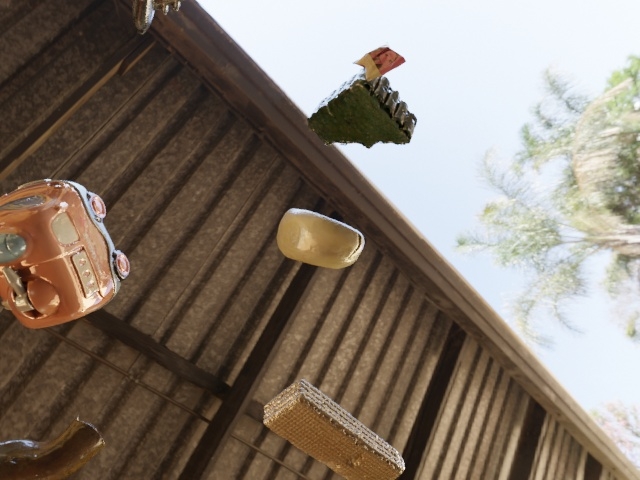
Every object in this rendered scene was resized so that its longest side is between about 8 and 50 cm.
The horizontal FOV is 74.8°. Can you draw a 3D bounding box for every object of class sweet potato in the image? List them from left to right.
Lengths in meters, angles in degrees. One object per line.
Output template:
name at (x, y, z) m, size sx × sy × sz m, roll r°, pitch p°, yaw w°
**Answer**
sweet potato at (-0.502, 0.345, 0.665) m, size 0.285 × 0.085 × 0.112 m, roll 8°, pitch -83°, yaw -27°

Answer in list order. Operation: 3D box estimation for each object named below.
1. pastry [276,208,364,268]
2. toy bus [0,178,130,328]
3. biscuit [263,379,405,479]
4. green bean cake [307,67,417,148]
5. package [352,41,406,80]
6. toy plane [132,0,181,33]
pastry at (0.000, 0.000, 0.739) m, size 0.156 × 0.156 × 0.092 m, roll 11°, pitch -89°, yaw -35°
toy bus at (-0.534, 0.035, 0.818) m, size 0.194 × 0.232 × 0.288 m, roll -13°, pitch -72°, yaw 4°
biscuit at (0.044, 0.520, 1.087) m, size 0.144 × 0.078 × 0.426 m, roll -41°, pitch -67°, yaw 14°
green bean cake at (0.098, -0.287, 1.000) m, size 0.193 × 0.208 × 0.107 m, roll 41°, pitch -132°, yaw -25°
package at (0.081, -0.253, 0.590) m, size 0.029 × 0.059 × 0.083 m, roll 56°, pitch -170°, yaw -42°
toy plane at (-0.133, -0.196, 0.321) m, size 0.078 × 0.083 × 0.031 m, roll 18°, pitch -119°, yaw -18°
